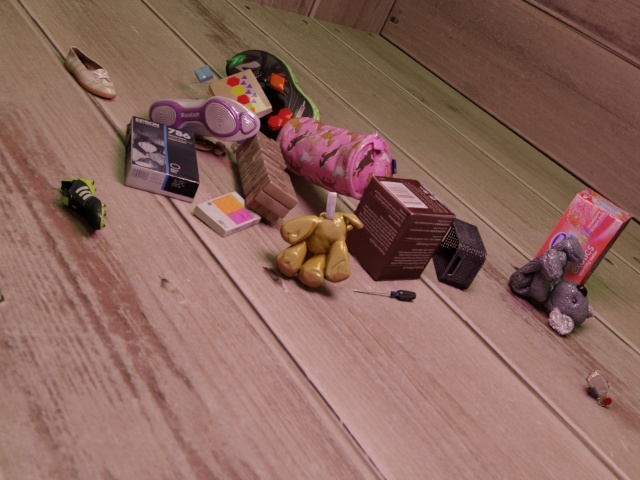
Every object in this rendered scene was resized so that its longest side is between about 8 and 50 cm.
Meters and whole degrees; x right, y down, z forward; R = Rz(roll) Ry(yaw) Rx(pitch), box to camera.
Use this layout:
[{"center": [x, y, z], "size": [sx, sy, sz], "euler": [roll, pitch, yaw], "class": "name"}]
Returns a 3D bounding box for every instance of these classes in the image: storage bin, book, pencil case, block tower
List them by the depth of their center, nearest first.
[{"center": [-0.214, -0.061, 1.698], "size": [0.096, 0.035, 0.144], "euler": [39, 29, 16], "class": "book"}, {"center": [-0.144, -0.170, 1.856], "size": [0.097, 0.091, 0.335], "euler": [36, 18, -27], "class": "block tower"}, {"center": [0.029, -0.226, 1.938], "size": [0.167, 0.160, 0.386], "euler": [-35, 32, -21], "class": "pencil case"}, {"center": [0.367, 0.031, 1.950], "size": [0.084, 0.122, 0.180], "euler": [21, 27, -12], "class": "storage bin"}]

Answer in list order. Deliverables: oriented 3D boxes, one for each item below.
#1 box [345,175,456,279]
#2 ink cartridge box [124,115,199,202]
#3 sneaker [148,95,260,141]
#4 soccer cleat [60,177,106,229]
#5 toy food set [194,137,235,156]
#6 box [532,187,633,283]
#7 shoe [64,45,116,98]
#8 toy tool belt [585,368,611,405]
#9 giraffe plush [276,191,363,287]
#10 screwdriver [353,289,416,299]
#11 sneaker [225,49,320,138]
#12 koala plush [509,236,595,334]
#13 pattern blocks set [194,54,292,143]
[{"center": [0.190, -0.030, 1.811], "size": [0.167, 0.203, 0.168], "euler": [0, 37, -41], "class": "box"}, {"center": [-0.391, -0.218, 1.789], "size": [0.165, 0.065, 0.332], "euler": [14, 28, -23], "class": "ink cartridge box"}, {"center": [-0.298, -0.336, 1.959], "size": [0.305, 0.114, 0.152], "euler": [10, 14, 14], "class": "sneaker"}, {"center": [-0.477, -0.072, 1.464], "size": [0.072, 0.060, 0.179], "euler": [-3, 32, -29], "class": "soccer cleat"}, {"center": [-0.294, -0.253, 1.987], "size": [0.122, 0.019, 0.078], "euler": [10, 30, -14], "class": "toy food set"}, {"center": [0.739, 0.017, 2.109], "size": [0.154, 0.300, 0.142], "euler": [39, 29, 22], "class": "box"}, {"center": [-0.634, -0.462, 2.008], "size": [0.219, 0.058, 0.076], "euler": [40, 30, 25], "class": "shoe"}, {"center": [0.658, 0.346, 1.727], "size": [0.083, 0.052, 0.051], "euler": [62, 4, 1], "class": "toy tool belt"}, {"center": [0.000, 0.000, 1.662], "size": [0.181, 0.210, 0.170], "euler": [23, -2, 1], "class": "giraffe plush"}, {"center": [0.153, 0.124, 1.707], "size": [0.170, 0.024, 0.025], "euler": [7, 4, -31], "class": "screwdriver"}, {"center": [-0.179, -0.470, 2.294], "size": [0.202, 0.185, 0.483], "euler": [6, 32, -42], "class": "sneaker"}, {"center": [0.649, 0.141, 1.991], "size": [0.196, 0.203, 0.221], "euler": [-23, 75, -46], "class": "koala plush"}, {"center": [-0.235, -0.413, 2.144], "size": [0.285, 0.026, 0.325], "euler": [-15, 61, -8], "class": "pattern blocks set"}]
